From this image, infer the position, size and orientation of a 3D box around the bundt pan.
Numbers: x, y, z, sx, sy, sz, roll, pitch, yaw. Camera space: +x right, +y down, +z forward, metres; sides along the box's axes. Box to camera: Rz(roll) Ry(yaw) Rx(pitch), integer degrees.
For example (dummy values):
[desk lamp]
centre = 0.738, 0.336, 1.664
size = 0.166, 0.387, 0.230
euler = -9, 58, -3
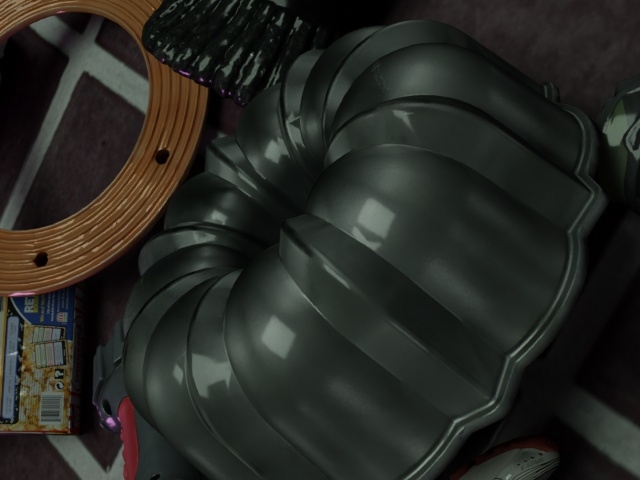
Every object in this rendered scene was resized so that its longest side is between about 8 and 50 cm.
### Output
[bundt pan]
centre = 0.000, 0.000, 0.640
size = 0.331, 0.124, 0.331
euler = -38, 29, 25

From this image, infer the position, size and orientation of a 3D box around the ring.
[ring]
centre = -0.246, -0.108, 0.974
size = 0.336, 0.032, 0.337
euler = -7, 69, 19

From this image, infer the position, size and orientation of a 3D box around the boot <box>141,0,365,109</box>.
[boot]
centre = 0.026, -0.200, 0.747
size = 0.348, 0.131, 0.260
euler = 27, 92, 52

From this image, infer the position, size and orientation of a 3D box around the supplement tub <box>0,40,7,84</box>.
[supplement tub]
centre = -0.426, -0.146, 1.123
size = 0.144, 0.144, 0.200
euler = 36, 105, 40

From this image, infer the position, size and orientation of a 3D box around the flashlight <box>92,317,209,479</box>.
[flashlight]
centre = -0.121, 0.170, 0.754
size = 0.304, 0.103, 0.103
euler = -118, 25, -59

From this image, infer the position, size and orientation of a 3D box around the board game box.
[board game box]
centre = -0.314, 0.103, 0.965
size = 0.193, 0.045, 0.147
euler = 0, 77, 1

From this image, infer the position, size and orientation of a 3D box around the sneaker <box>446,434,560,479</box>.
[sneaker]
centre = 0.096, 0.218, 0.641
size = 0.092, 0.088, 0.225
euler = 29, 107, 33

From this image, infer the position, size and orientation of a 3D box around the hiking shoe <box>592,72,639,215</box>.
[hiking shoe]
centre = 0.243, -0.104, 0.585
size = 0.114, 0.086, 0.227
euler = 35, 113, 31
